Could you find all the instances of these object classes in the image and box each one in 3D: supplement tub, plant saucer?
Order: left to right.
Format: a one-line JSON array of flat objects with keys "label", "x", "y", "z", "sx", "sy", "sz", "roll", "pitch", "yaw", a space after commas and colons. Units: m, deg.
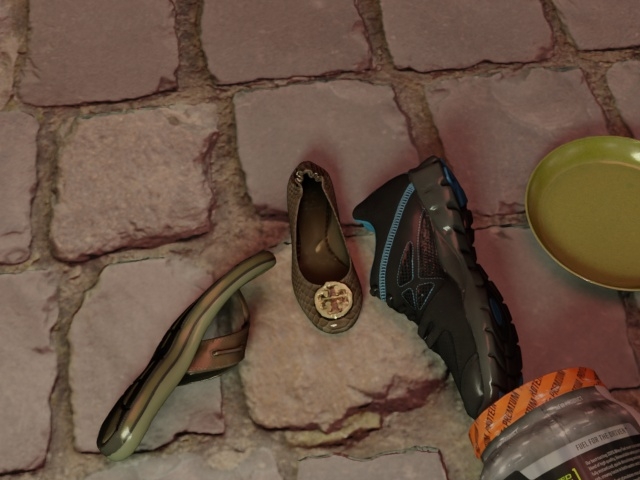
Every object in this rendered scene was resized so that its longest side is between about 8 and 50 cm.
[{"label": "supplement tub", "x": 0.281, "y": 0.295, "z": 0.970, "sx": 0.193, "sy": 0.194, "sz": 0.316, "roll": -18, "pitch": 59, "yaw": -11}, {"label": "plant saucer", "x": 0.381, "y": -0.031, "z": 1.276, "sx": 0.240, "sy": 0.037, "sz": 0.241, "roll": -1, "pitch": 57, "yaw": 1}]

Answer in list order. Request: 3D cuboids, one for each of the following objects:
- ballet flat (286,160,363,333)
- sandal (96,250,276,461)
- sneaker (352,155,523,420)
[{"label": "ballet flat", "x": 0.000, "y": 0.000, "z": 1.246, "sx": 0.084, "sy": 0.058, "sz": 0.250, "roll": -7, "pitch": 57, "yaw": -3}, {"label": "sandal", "x": -0.141, "y": 0.135, "z": 1.144, "sx": 0.086, "sy": 0.120, "sz": 0.303, "roll": 38, "pitch": 63, "yaw": -8}, {"label": "sneaker", "x": 0.140, "y": 0.070, "z": 1.186, "sx": 0.139, "sy": 0.125, "sz": 0.341, "roll": -24, "pitch": 58, "yaw": 17}]
